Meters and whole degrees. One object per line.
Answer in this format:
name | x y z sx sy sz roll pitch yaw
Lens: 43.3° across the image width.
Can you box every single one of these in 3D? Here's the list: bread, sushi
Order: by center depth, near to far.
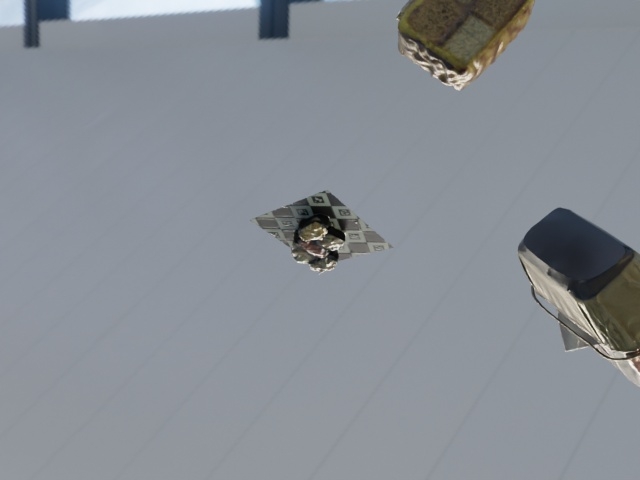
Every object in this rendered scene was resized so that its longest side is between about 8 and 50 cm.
bread | 0.343 0.077 0.966 0.142 0.212 0.224 -41 -153 3
bread | 0.247 -0.384 1.386 0.181 0.096 0.222 42 -96 11
sushi | 0.000 0.000 2.138 0.292 0.294 0.059 -17 -131 39
